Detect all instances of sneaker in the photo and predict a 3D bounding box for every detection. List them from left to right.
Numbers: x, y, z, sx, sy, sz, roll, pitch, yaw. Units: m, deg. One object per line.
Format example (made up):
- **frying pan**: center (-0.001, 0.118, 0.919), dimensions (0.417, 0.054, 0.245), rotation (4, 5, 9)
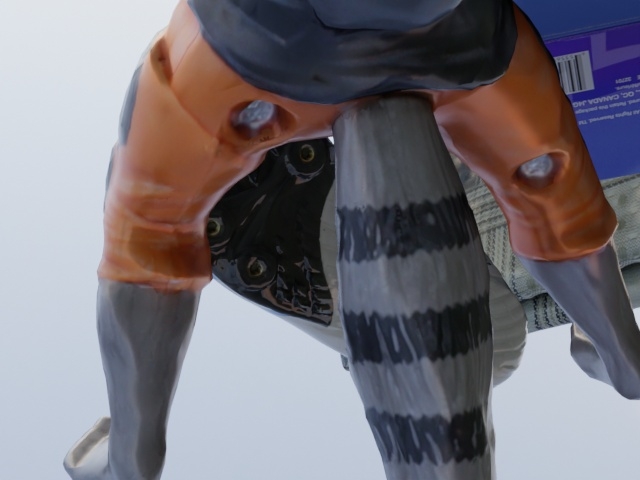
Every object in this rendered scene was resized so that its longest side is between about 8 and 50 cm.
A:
- **sneaker**: center (0.000, 0.000, 0.653), dimensions (0.237, 0.085, 0.086), rotation (36, 175, -33)

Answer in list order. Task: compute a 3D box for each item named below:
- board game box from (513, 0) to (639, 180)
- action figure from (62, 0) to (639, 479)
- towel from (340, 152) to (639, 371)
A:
- **board game box**: center (0.242, -0.154, 0.624), dimensions (0.347, 0.078, 0.233), rotation (-10, -138, 10)
- **action figure**: center (0.062, -0.082, 0.386), dimensions (0.341, 0.330, 0.178), rotation (-4, -151, -3)
- **towel**: center (0.153, -0.081, 0.939), dimensions (0.056, 0.324, 0.312), rotation (31, -126, -31)
